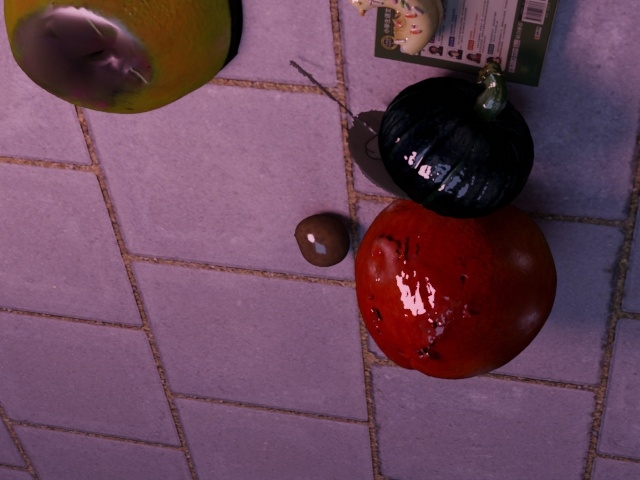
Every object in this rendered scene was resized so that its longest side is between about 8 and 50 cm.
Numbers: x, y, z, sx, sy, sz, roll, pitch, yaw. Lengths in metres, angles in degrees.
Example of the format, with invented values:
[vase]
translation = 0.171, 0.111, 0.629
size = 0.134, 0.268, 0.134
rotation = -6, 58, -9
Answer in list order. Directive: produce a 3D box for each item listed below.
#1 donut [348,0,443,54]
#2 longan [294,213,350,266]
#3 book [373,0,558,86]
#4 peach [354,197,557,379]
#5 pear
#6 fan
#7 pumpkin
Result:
[donut]
translation = 0.116, -0.342, 1.649
size = 0.108, 0.065, 0.166
rotation = -23, 130, 39
[longan]
translation = 0.000, 0.000, 2.109
size = 0.113, 0.092, 0.113
rotation = 18, 151, 10
[book]
translation = 0.214, -0.334, 1.699
size = 0.264, 0.027, 0.202
rotation = 12, 142, 8
[peach]
translation = 0.216, 0.076, 1.911
size = 0.370, 0.370, 0.370
rotation = 9, 139, 8
[pear]
translation = -0.336, -0.335, 1.786
size = 0.399, 0.165, 0.399
rotation = 9, 139, 8
[fan]
translation = 0.074, -0.187, 1.835
size = 0.329, 0.191, 0.009
rotation = 43, 133, 4
[pumpkin]
translation = 0.223, -0.166, 1.738
size = 0.248, 0.248, 0.248
rotation = 9, 139, 8
